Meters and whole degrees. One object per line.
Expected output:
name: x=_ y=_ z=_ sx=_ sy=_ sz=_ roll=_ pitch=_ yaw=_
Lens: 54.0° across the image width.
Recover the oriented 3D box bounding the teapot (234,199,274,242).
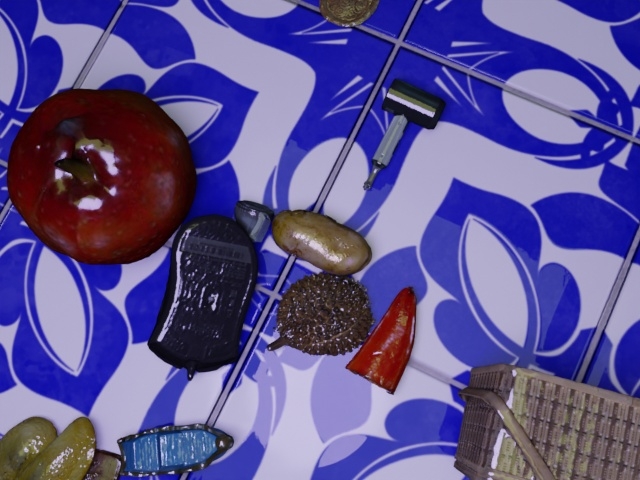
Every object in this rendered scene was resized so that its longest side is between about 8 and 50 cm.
teapot: x=-0.110 y=-0.030 z=1.040 sx=0.066 sy=0.088 sz=0.057 roll=10 pitch=104 yaw=-33

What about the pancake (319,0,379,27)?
pancake: x=0.052 y=-0.436 z=1.139 sx=0.114 sy=0.011 sz=0.115 roll=-1 pitch=81 yaw=4

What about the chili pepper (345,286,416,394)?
chili pepper: x=0.113 y=0.149 z=1.000 sx=0.088 sy=0.065 sz=0.169 roll=28 pitch=77 yaw=-8

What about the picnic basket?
picnic basket: x=0.349 y=0.295 z=0.870 sx=0.312 sy=0.228 sz=0.175 roll=14 pitch=78 yaw=6

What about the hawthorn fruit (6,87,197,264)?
hawthorn fruit: x=-0.333 y=-0.097 z=0.930 sx=0.284 sy=0.369 sz=0.285 roll=-1 pitch=96 yaw=-6

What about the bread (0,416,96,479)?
bread: x=-0.443 y=0.337 z=0.985 sx=0.187 sy=0.065 sz=0.149 roll=-37 pitch=65 yaw=5

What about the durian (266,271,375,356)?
durian: x=-0.006 y=0.122 z=0.994 sx=0.188 sy=0.091 sz=0.148 roll=-31 pitch=79 yaw=-1

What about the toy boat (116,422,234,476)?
toy boat: x=-0.223 y=0.325 z=0.976 sx=0.185 sy=0.077 sz=0.075 roll=-7 pitch=78 yaw=2

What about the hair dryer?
hair dryer: x=0.127 y=-0.169 z=1.069 sx=0.100 sy=0.057 sz=0.198 roll=28 pitch=91 yaw=9

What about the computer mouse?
computer mouse: x=-0.186 y=0.092 z=1.014 sx=0.147 sy=0.088 sz=0.264 roll=15 pitch=83 yaw=-15

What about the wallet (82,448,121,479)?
wallet: x=-0.379 y=0.419 z=0.994 sx=0.095 sy=0.026 sz=0.176 roll=15 pitch=79 yaw=8

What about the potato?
potato: x=0.000 y=0.000 z=1.011 sx=0.170 sy=0.107 sz=0.080 roll=29 pitch=117 yaw=12
